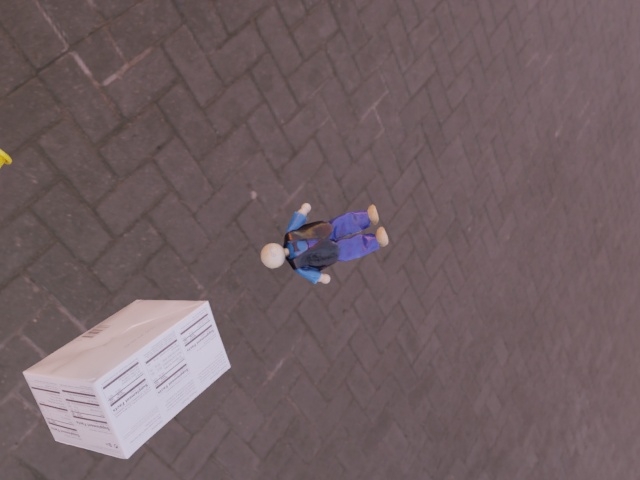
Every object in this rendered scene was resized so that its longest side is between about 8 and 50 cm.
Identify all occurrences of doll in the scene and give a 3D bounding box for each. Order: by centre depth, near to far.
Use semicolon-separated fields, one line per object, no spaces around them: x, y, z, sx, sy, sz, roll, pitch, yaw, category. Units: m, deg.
0.000;0.000;0.905;0.188;0.046;0.129;-17;76;-12;doll

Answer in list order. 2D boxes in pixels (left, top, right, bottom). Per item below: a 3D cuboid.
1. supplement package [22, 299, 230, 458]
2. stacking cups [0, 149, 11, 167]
-0.332;0.228;1.061;0.262;0.204;0.145;-37;117;-50;supplement package
-0.477;0.015;0.669;0.096;0.096;0.316;41;72;-44;stacking cups
